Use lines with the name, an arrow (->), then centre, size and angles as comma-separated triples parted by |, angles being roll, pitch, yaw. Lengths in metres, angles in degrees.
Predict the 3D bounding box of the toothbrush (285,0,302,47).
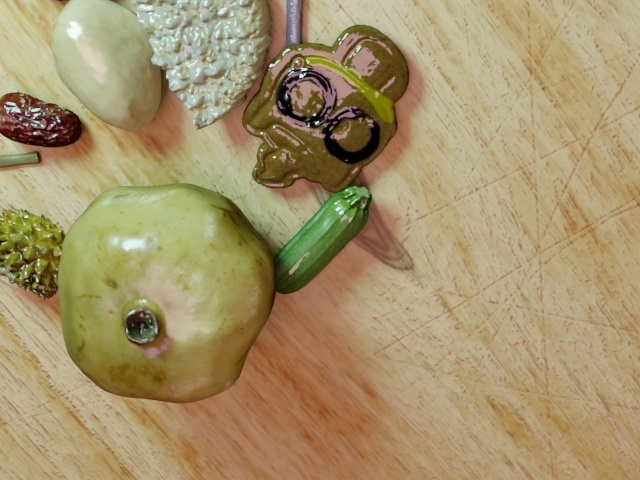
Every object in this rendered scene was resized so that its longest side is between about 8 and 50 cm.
toothbrush -> -0.036, -0.424, 1.215 | 0.024, 0.029, 0.353 | 5, 111, 10

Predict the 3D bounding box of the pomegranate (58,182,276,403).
pomegranate -> -0.227, 0.076, 1.278 | 0.333, 0.332, 0.332 | 3, 110, 7

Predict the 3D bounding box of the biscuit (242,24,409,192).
biscuit -> 0.002, -0.181, 1.283 | 0.208, 0.041, 0.290 | 38, 110, -13

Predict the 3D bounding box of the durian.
durian -> -0.505, 0.013, 1.415 | 0.224, 0.078, 0.140 | 24, 111, -3

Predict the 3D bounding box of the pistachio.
pistachio -> -0.299, -0.254, 1.268 | 0.145, 0.117, 0.200 | -31, 105, 12

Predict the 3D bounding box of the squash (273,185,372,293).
squash -> 0.000, 0.000, 1.342 | 0.219, 0.077, 0.068 | -47, 64, 24

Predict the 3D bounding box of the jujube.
jujube -> -0.426, -0.179, 1.341 | 0.129, 0.077, 0.077 | 11, 112, -8

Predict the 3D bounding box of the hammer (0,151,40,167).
hammer -> -0.536, -0.118, 1.407 | 0.199, 0.013, 0.062 | -5, 110, 10

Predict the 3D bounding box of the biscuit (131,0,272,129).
biscuit -> -0.159, -0.311, 1.248 | 0.179, 0.084, 0.281 | -18, 109, 9
